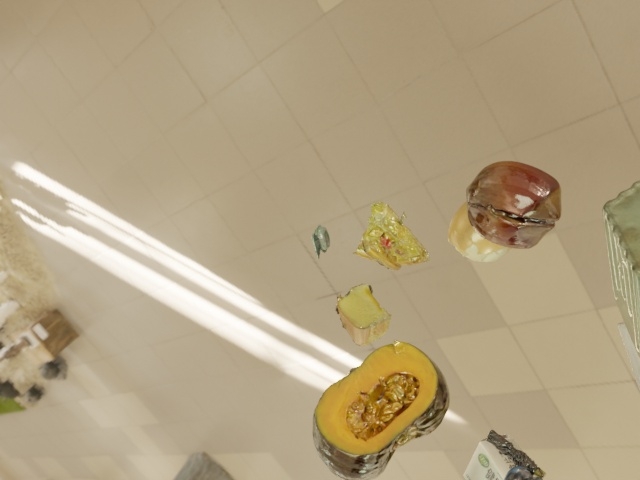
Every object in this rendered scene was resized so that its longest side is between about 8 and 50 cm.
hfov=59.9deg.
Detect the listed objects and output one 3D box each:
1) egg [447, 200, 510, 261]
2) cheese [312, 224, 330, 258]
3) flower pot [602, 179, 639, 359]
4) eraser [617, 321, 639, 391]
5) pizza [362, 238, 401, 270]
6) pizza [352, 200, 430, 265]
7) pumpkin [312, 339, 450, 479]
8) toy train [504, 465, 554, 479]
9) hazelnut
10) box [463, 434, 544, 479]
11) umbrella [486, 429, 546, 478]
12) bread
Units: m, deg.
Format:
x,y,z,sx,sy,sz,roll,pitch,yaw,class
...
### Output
x,y,z,sx,sy,sz,roll,pitch,yaw,class
0.509,-0.046,1.706,0.201,0.244,0.201,28,178,1,egg
0.000,0.000,1.274,0.026,0.120,0.067,-12,101,16,cheese
0.467,0.032,0.653,0.210,0.239,0.189,-14,127,20,flower pot
0.648,0.259,0.968,0.174,0.095,0.269,-32,68,60,eraser
0.157,0.032,1.441,0.036,0.099,0.160,-42,140,14,pizza
0.218,-0.019,1.939,0.280,0.075,0.287,0,135,28,pizza
0.116,0.353,1.195,0.222,0.317,0.139,42,163,38,pumpkin
0.370,0.610,1.169,0.300,0.131,0.201,-10,99,-6,toy train
0.447,-0.082,1.310,0.181,0.181,0.211,4,121,-8,hazelnut
0.618,0.809,1.777,0.145,0.332,0.173,4,118,-23,box
0.442,0.487,1.260,0.144,0.037,0.040,35,155,36,umbrella
0.130,0.231,1.735,0.160,0.140,0.169,55,162,28,bread
